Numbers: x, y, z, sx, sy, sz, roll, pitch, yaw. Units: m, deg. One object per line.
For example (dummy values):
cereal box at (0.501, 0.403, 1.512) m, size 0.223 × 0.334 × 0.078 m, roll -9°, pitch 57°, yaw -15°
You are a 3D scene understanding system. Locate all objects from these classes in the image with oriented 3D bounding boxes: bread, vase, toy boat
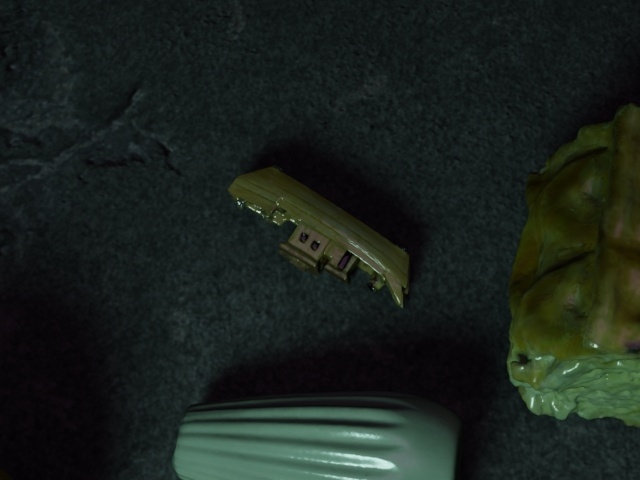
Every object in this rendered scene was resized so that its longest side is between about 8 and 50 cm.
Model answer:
bread at (0.285, 0.028, 1.024) m, size 0.196 × 0.238 × 0.252 m, roll 27°, pitch 54°, yaw -30°
vase at (-0.004, 0.188, 0.986) m, size 0.248 × 0.128 × 0.128 m, roll 5°, pitch 64°, yaw 11°
toy boat at (0.000, 0.000, 1.104) m, size 0.206 × 0.064 × 0.072 m, roll 34°, pitch 83°, yaw 13°

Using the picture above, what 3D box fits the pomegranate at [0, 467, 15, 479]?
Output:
pomegranate at (-0.354, 0.270, 0.838) m, size 0.307 × 0.307 × 0.307 m, roll 1°, pitch 65°, yaw -1°
